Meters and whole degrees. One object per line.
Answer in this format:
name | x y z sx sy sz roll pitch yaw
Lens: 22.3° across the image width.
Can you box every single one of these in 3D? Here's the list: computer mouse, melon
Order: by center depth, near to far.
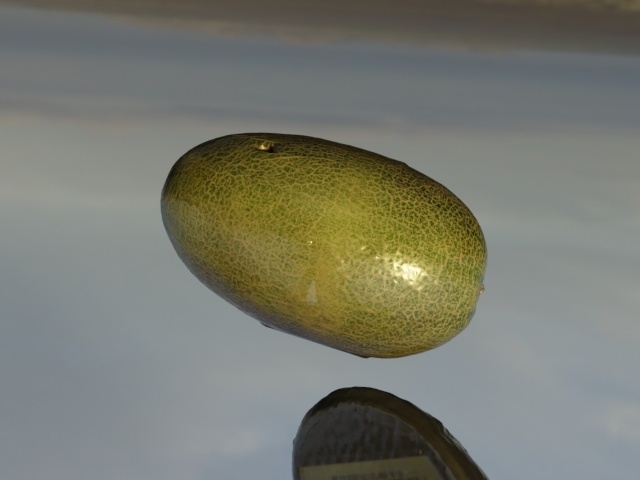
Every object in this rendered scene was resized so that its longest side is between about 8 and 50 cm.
melon | 0.000 0.000 0.767 0.162 0.099 0.099 18 -173 8
computer mouse | 0.073 0.204 0.927 0.088 0.264 0.147 -13 -176 -44
